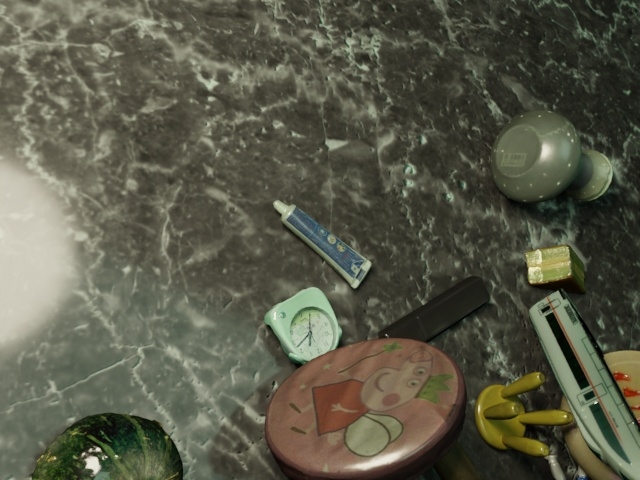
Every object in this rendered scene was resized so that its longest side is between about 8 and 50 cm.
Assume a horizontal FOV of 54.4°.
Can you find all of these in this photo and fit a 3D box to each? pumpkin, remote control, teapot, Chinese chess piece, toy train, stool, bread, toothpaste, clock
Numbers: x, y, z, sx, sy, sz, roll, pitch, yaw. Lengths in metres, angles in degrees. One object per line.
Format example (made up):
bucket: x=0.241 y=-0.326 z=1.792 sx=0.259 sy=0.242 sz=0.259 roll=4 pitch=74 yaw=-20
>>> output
pumpkin: x=-0.248 y=0.298 z=0.727 sx=0.190 sy=0.146 sz=0.190 roll=38 pitch=37 yaw=-36
remote control: x=0.203 y=0.133 z=1.084 sx=0.245 sy=0.025 sz=0.063 roll=-27 pitch=90 yaw=-31
teapot: x=0.467 y=-0.149 z=1.236 sx=0.250 sy=0.183 sz=0.184 roll=10 pitch=68 yaw=-36
Chinese chess piece: x=0.560 y=0.321 z=1.086 sx=0.273 sy=0.102 sz=0.273 roll=-1 pitch=48 yaw=1
toy train: x=0.446 y=0.255 z=1.012 sx=0.086 sy=0.088 sz=0.407 roll=46 pitch=22 yaw=-31
stool: x=0.074 y=0.271 z=0.835 sx=0.272 sy=0.272 sz=0.179 roll=-30 pitch=114 yaw=-31
bread: x=0.476 y=0.065 z=1.252 sx=0.139 sy=0.084 sz=0.074 roll=26 pitch=58 yaw=-52
toothpaste: x=0.000 y=0.000 z=1.020 sx=0.197 sy=0.034 sz=0.057 roll=40 pitch=69 yaw=-13
clock: x=-0.018 y=0.147 z=0.957 sx=0.101 sy=0.041 sz=0.135 roll=-26 pitch=87 yaw=-32
stool: x=0.336 y=0.294 z=1.046 sx=0.134 sy=0.110 sz=0.135 roll=14 pitch=66 yaw=-22

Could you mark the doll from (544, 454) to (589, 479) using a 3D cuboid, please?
doll: x=0.447 y=0.486 z=1.071 sx=0.113 sy=0.057 sz=0.228 roll=7 pitch=61 yaw=-31
